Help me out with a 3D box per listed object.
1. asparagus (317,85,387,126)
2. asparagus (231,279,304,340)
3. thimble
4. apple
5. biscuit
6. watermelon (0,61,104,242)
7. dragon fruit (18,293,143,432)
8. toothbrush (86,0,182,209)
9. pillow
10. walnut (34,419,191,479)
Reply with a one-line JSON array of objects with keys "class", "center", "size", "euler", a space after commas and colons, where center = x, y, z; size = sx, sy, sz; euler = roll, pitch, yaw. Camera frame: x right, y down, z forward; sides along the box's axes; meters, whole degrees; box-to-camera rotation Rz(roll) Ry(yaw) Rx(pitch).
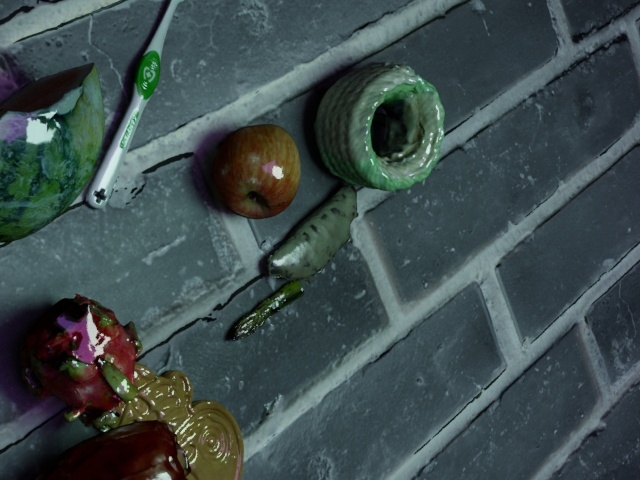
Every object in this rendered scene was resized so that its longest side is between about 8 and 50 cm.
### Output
[{"class": "asparagus", "center": [0.086, -0.231, 1.839], "size": [0.248, 0.024, 0.025], "euler": [17, 36, -39]}, {"class": "asparagus", "center": [-0.090, 0.118, 1.677], "size": [0.165, 0.030, 0.036], "euler": [-38, 140, -35]}, {"class": "thimble", "center": [0.101, -0.197, 1.746], "size": [0.219, 0.150, 0.219], "euler": [-10, 106, -36]}, {"class": "apple", "center": [-0.099, -0.112, 1.603], "size": [0.146, 0.146, 0.131], "euler": [28, 51, -37]}, {"class": "biscuit", "center": [-0.223, 0.309, 1.555], "size": [0.202, 0.044, 0.288], "euler": [-48, 120, -30]}, {"class": "watermelon", "center": [-0.398, -0.107, 1.312], "size": [0.305, 0.180, 0.224], "euler": [-50, 162, -47]}, {"class": "dragon fruit", "center": [-0.321, 0.170, 1.396], "size": [0.160, 0.166, 0.172], "euler": [-37, 108, 13]}, {"class": "toothbrush", "center": [-0.268, -0.239, 1.535], "size": [0.042, 0.040, 0.418], "euler": [30, 75, -37]}, {"class": "pillow", "center": [0.000, 0.001, 1.741], "size": [0.241, 0.051, 0.093], "euler": [-45, 111, -33]}, {"class": "walnut", "center": [-0.281, 0.395, 1.398], "size": [0.269, 0.222, 0.244], "euler": [-27, 138, -24]}]
